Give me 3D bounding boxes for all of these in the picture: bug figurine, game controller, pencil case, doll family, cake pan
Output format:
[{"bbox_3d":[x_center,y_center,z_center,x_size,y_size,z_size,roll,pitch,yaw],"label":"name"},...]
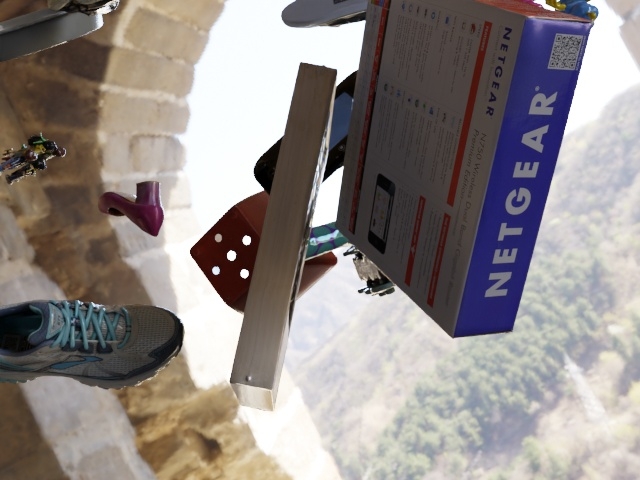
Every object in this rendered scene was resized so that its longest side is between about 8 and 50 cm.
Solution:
[{"bbox_3d":[0.250,-0.306,1.126,0.278,0.072,0.216,-17,27,3],"label":"bug figurine"},{"bbox_3d":[0.013,-0.200,1.527,0.319,0.067,0.166,-43,37,0],"label":"game controller"},{"bbox_3d":[0.000,0.000,1.593,0.151,0.065,0.070,-16,-12,-32],"label":"pencil case"},{"bbox_3d":[-0.609,-0.172,1.667,0.111,0.076,0.193,-15,29,19],"label":"doll family"},{"bbox_3d":[-0.539,-0.391,1.486,0.293,0.054,0.293,-14,23,6],"label":"cake pan"}]

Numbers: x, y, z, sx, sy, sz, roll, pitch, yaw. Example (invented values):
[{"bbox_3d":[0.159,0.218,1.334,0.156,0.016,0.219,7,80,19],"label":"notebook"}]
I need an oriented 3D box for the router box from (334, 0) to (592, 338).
[{"bbox_3d":[0.134,-0.108,0.896,0.082,0.336,0.301,-3,26,-25],"label":"router box"}]

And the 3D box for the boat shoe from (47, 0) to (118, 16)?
[{"bbox_3d":[-0.353,-0.399,1.254,0.079,0.084,0.233,12,-1,-40],"label":"boat shoe"}]

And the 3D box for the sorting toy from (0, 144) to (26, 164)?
[{"bbox_3d":[-0.694,-0.193,1.808,0.061,0.042,0.102,-16,8,-4],"label":"sorting toy"}]

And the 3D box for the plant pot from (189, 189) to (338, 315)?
[{"bbox_3d":[-0.165,0.036,1.996,0.267,0.267,0.235,-43,-16,17],"label":"plant pot"}]

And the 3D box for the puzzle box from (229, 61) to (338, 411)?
[{"bbox_3d":[-0.044,0.008,1.045,0.052,0.409,0.272,11,-17,1],"label":"puzzle box"}]

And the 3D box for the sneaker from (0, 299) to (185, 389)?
[{"bbox_3d":[-0.318,0.127,1.015,0.282,0.110,0.122,-5,-26,-5],"label":"sneaker"}]

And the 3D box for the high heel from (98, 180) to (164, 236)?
[{"bbox_3d":[-0.412,-0.050,1.713,0.244,0.117,0.082,-10,-12,43],"label":"high heel"}]

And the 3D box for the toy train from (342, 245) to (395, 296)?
[{"bbox_3d":[0.168,0.037,1.778,0.190,0.142,0.334,-21,-2,-8],"label":"toy train"}]

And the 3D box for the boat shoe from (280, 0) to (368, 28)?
[{"bbox_3d":[0.019,-0.299,1.043,0.142,0.049,0.040,-10,-33,12],"label":"boat shoe"}]
